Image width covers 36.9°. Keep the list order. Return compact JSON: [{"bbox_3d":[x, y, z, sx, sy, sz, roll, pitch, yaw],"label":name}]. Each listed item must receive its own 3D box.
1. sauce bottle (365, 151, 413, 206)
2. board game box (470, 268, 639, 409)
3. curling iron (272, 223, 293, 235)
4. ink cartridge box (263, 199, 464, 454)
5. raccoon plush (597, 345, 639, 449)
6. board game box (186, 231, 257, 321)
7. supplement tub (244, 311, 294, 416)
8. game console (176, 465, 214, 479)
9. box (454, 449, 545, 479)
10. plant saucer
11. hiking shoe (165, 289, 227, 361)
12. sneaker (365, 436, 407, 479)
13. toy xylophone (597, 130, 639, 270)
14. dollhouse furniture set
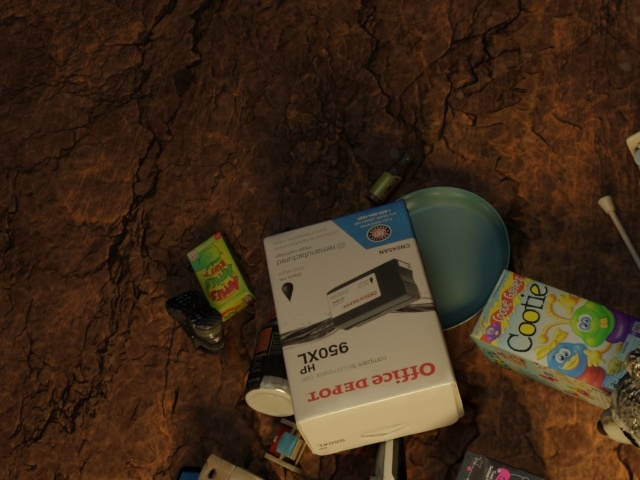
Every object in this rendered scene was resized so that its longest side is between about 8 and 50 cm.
[{"bbox_3d":[0.149,-0.131,2.033,0.042,0.042,0.128,35,85,34],"label":"sauce bottle"},{"bbox_3d":[0.428,0.179,1.679,0.275,0.144,0.142,21,75,31],"label":"board game box"},{"bbox_3d":[0.000,0.000,2.012,0.274,0.035,0.068,2,64,39],"label":"curling iron"},{"bbox_3d":[0.074,0.156,1.757,0.285,0.166,0.395,-16,56,4],"label":"ink cartridge box"},{"bbox_3d":[0.640,0.205,1.471,0.446,0.299,0.216,-36,55,4],"label":"raccoon plush"},{"bbox_3d":[-0.216,0.078,2.098,0.092,0.043,0.181,-34,55,6],"label":"board game box"},{"bbox_3d":[-0.077,0.240,1.893,0.117,0.117,0.190,-6,49,23],"label":"supplement tub"},{"bbox_3d":[-0.259,0.488,1.879,0.071,0.107,0.122,16,55,2],"label":"game console"},{"bbox_3d":[0.277,0.498,1.576,0.142,0.163,0.247,17,73,27],"label":"box"},{"bbox_3d":[0.224,0.042,1.909,0.317,0.044,0.317,-11,60,20],"label":"plant saucer"},{"bbox_3d":[-0.264,0.184,2.036,0.086,0.114,0.227,-20,23,-19],"label":"hiking shoe"},{"bbox_3d":[0.056,0.485,1.719,0.178,0.124,0.295,2,67,16],"label":"sneaker"},{"bbox_3d":[0.641,-0.057,1.720,0.236,0.081,0.322,-34,57,14],"label":"toy xylophone"},{"bbox_3d":[-0.120,0.416,1.826,0.129,0.129,0.183,18,75,32],"label":"dollhouse furniture set"}]
